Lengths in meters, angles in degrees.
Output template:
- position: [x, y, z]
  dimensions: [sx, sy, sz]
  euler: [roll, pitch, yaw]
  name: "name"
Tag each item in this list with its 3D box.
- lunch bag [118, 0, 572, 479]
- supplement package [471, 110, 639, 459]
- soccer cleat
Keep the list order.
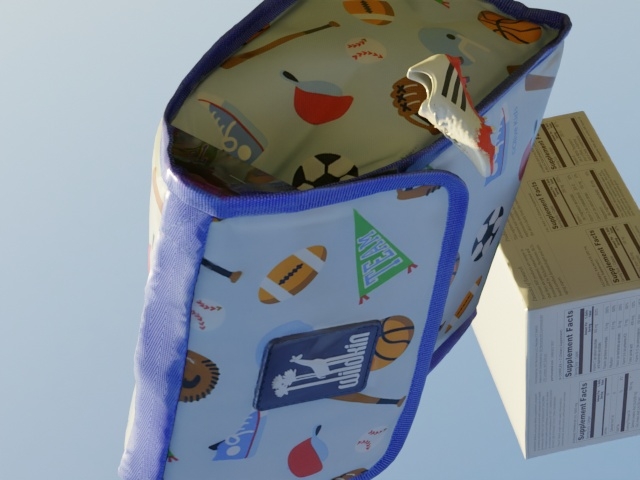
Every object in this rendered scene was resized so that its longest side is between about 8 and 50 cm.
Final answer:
- position: [0.000, 0.000, 1.200]
  dimensions: [0.239, 0.327, 0.385]
  euler: [28, -139, 19]
  name: "lunch bag"
- position: [0.228, 0.040, 1.564]
  dimensions: [0.145, 0.204, 0.262]
  euler: [-11, -138, -5]
  name: "supplement package"
- position: [0.077, -0.071, 0.937]
  dimensions: [0.036, 0.029, 0.083]
  euler: [-15, -111, -12]
  name: "soccer cleat"
